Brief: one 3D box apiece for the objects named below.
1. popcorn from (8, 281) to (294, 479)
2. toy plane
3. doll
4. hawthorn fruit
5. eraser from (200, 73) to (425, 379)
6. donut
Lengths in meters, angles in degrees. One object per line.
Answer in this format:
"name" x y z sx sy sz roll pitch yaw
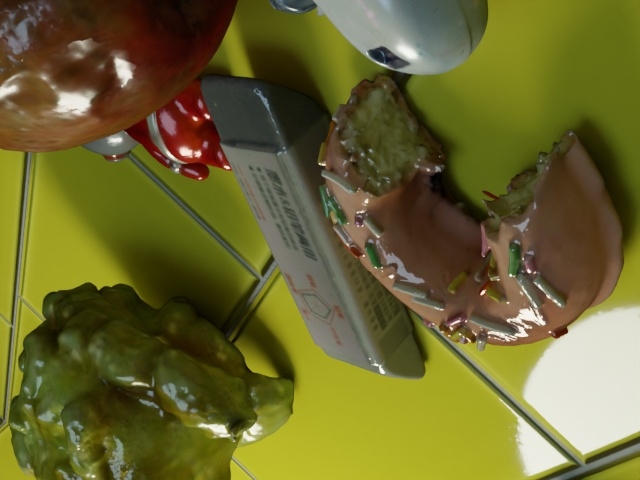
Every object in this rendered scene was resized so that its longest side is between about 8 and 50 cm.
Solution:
"popcorn" -0.216 0.195 1.142 0.274 0.279 0.335 18 -161 -49
"toy plane" 0.014 -0.201 0.550 0.245 0.117 0.244 44 167 13
"doll" -0.174 -0.118 0.916 0.245 0.076 0.142 13 136 37
"hawthorn fruit" -0.163 -0.189 0.635 0.298 0.277 0.277 19 141 34
"eraser" 0.000 0.000 0.857 0.089 0.061 0.352 14 137 43
"donut" 0.098 -0.006 0.707 0.233 0.085 0.199 22 144 37
